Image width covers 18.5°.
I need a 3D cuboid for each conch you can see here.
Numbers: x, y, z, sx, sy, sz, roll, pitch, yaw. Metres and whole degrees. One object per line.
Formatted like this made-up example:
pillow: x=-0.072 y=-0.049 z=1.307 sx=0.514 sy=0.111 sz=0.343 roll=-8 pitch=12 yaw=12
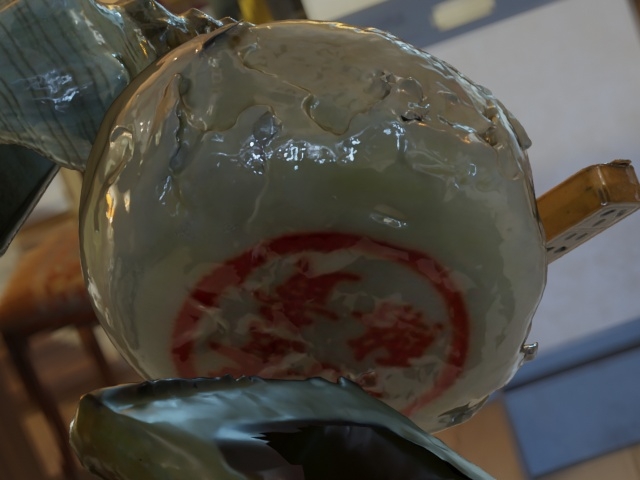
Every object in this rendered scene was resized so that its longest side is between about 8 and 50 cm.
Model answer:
conch: x=-0.143 y=-0.105 z=1.100 sx=0.234 sy=0.137 sz=0.114 roll=7 pitch=-20 yaw=-24

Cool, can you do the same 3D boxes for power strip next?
power strip: x=0.130 y=0.001 z=1.235 sx=0.049 sy=0.028 sz=0.178 roll=-2 pitch=-25 yaw=-46

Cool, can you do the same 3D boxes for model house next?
model house: x=-0.004 y=0.198 z=0.765 sx=0.239 sy=0.268 sz=0.173 roll=-57 pitch=-9 yaw=19

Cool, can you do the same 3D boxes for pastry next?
pastry: x=-0.002 y=-0.001 z=1.026 sx=0.265 sy=0.265 sz=0.133 roll=-17 pitch=38 yaw=12

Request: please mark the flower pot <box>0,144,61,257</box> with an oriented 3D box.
flower pot: x=-0.339 y=-0.042 z=1.515 sx=0.189 sy=0.209 sz=0.239 roll=-45 pitch=15 yaw=46
